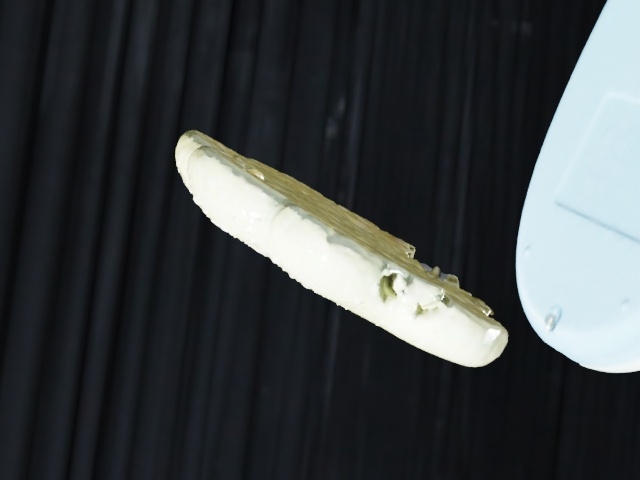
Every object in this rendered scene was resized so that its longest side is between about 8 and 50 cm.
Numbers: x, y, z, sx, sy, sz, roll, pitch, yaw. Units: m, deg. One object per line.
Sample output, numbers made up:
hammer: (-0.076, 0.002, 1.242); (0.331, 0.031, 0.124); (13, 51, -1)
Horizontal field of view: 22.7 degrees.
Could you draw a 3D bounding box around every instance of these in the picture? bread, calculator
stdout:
bread: (0.000, 0.000, 0.868); (0.182, 0.039, 0.251); (27, -175, -15)
calculator: (0.168, -0.088, 0.623); (0.042, 0.302, 0.188); (25, -176, -20)
